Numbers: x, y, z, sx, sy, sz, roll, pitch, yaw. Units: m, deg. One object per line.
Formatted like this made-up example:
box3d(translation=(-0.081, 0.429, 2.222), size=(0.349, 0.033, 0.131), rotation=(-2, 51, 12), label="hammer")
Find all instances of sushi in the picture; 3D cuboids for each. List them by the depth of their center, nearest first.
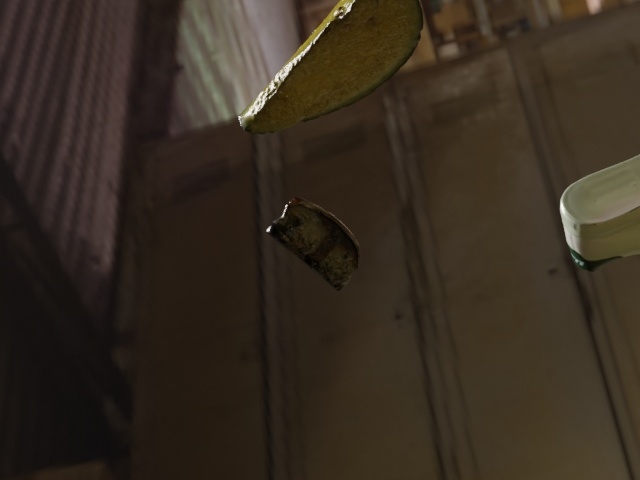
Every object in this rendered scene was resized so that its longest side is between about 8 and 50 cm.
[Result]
box3d(translation=(0.000, 0.000, 1.219), size=(0.083, 0.046, 0.044), rotation=(41, 176, -22), label="sushi")

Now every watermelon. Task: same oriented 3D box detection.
box3d(translation=(0.013, -0.162, 1.171), size=(0.092, 0.181, 0.075), rotation=(5, -129, -41), label="watermelon")

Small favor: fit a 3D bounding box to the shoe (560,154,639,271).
box3d(translation=(0.386, -0.045, 1.672), size=(0.110, 0.265, 0.095), rotation=(83, 167, -48), label="shoe")
